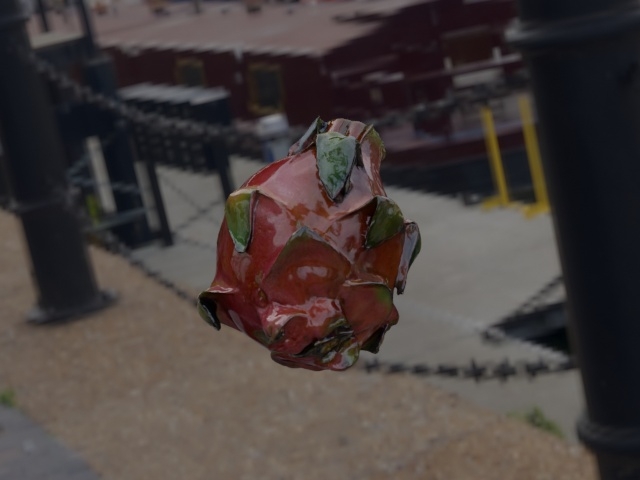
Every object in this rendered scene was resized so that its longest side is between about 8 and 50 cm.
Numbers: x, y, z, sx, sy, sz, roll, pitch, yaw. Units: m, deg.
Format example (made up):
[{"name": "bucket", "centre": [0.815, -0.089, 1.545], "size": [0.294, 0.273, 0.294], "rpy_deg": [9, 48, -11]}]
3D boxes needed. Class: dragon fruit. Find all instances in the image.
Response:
[{"name": "dragon fruit", "centre": [0.000, -0.002, 0.657], "size": [0.081, 0.116, 0.086], "rpy_deg": [0, -23, 29]}]
